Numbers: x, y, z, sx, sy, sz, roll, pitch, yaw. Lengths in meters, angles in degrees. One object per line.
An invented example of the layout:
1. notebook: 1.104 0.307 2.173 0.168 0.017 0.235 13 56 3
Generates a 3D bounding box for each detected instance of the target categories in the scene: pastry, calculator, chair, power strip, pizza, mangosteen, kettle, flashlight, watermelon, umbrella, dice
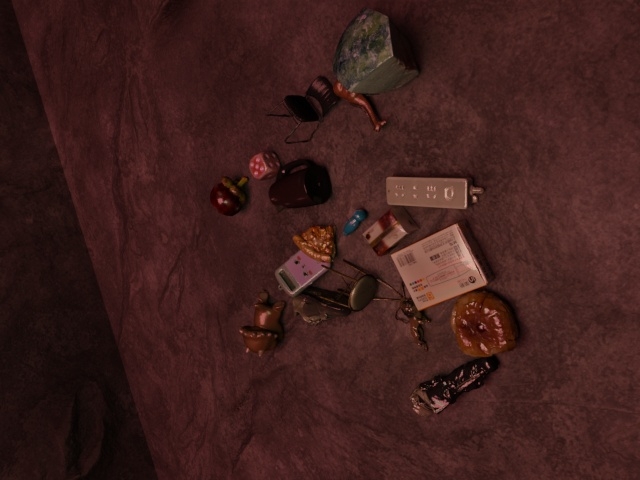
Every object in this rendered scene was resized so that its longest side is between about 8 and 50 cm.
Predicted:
1. pastry: 0.511 0.269 1.574 0.229 0.100 0.218 26 116 32
2. calculator: -0.070 0.115 1.965 0.246 0.045 0.141 -39 70 6
3. chair: 0.159 0.185 1.797 0.326 0.170 0.159 24 112 38
4. power strip: 0.356 -0.158 1.614 0.339 0.058 0.098 6 105 36
5. pizza: 0.000 0.000 1.911 0.161 0.062 0.182 -46 67 4
6. mangosteen: -0.380 -0.188 2.132 0.182 0.156 0.145 -28 48 22
7. kettle: -0.093 -0.213 1.906 0.232 0.144 0.201 -8 77 42
8. flashlight: 0.122 -0.063 1.827 0.051 0.051 0.129 49 128 18
9. watermelon: 0.186 -0.565 1.547 0.228 0.259 0.387 -59 24 27
10. umbrella: 0.439 0.486 1.683 0.357 0.106 0.113 -46 69 36
11. dice: -0.222 -0.298 2.006 0.094 0.093 0.091 -29 83 38
12. chair: -0.059 -0.475 1.804 0.221 0.145 0.140 -42 76 36

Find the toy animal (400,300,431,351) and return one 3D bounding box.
1. toy animal: 0.342 0.295 1.734 0.086 0.069 0.219 -7 109 40

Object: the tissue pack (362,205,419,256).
1. tissue pack: 0.237 -0.030 1.711 0.148 0.099 0.106 -45 73 37

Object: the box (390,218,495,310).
1. box: 0.392 0.083 1.625 0.274 0.091 0.220 -28 85 39

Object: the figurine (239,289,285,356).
1. figurine: -0.258 0.372 2.153 0.177 0.173 0.246 26 117 31

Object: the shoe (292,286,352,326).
1. shoe: 0.005 0.278 1.972 0.293 0.109 0.149 15 113 39

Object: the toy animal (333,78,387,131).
1. toy animal: 0.137 -0.491 1.695 0.225 0.066 0.229 14 98 28
